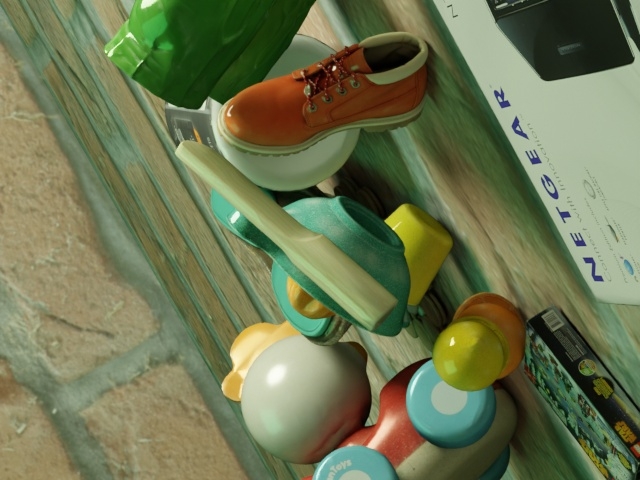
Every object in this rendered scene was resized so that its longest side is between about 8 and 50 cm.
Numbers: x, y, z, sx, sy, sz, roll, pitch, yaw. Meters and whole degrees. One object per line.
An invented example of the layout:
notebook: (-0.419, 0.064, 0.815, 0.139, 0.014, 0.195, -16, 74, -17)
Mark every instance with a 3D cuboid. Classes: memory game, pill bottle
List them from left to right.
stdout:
pill bottle: (-0.058, -0.113, 1.708, 0.130, 0.130, 0.246, 62, 169, -12)
memory game: (0.065, 0.022, 1.811, 0.186, 0.012, 0.186, 55, 167, 19)

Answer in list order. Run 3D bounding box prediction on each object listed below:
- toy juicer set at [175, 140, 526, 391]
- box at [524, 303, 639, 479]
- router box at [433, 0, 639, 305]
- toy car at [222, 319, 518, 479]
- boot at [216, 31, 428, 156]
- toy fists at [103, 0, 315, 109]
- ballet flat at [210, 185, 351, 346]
toy juicer set: (0.033, 0.043, 1.463, 0.209, 0.089, 0.329, 47, -163, 30)
box: (0.199, 0.123, 1.464, 0.137, 0.027, 0.094, 53, 168, 26)
router box: (0.143, -0.126, 0.957, 0.335, 0.082, 0.301, 61, 168, -6)
toy car: (0.025, 0.141, 1.718, 0.238, 0.210, 0.219, 45, 173, 19)
boot: (0.003, -0.109, 1.419, 0.084, 0.158, 0.059, 105, 148, -65)
toy fists: (-0.068, -0.177, 1.431, 0.096, 0.142, 0.279, 38, -171, 7)
ballet flat: (0.000, 0.000, 1.754, 0.316, 0.106, 0.107, 54, 129, 56)
